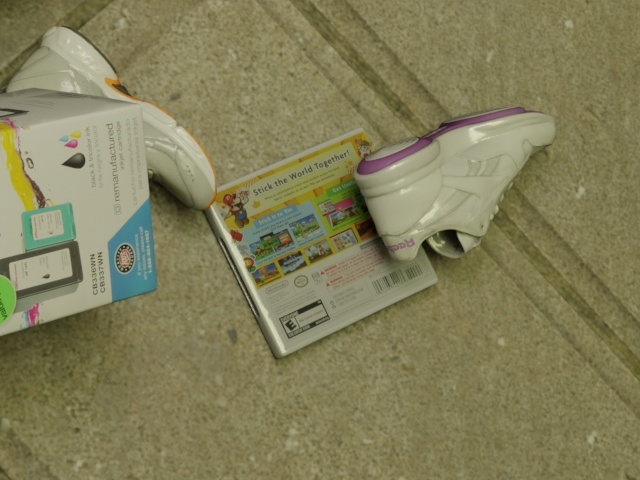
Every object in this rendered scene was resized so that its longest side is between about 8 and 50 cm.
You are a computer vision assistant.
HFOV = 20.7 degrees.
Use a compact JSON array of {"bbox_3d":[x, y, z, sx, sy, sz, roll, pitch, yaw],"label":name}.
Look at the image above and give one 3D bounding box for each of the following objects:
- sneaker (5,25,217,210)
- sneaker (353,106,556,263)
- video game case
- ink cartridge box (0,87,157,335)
[{"bbox_3d":[-0.233,-0.108,1.916,0.262,0.099,0.121,41,71,0],"label":"sneaker"},{"bbox_3d":[0.168,-0.067,2.065,0.305,0.114,0.152,-23,100,-35],"label":"sneaker"},{"bbox_3d":[0.000,0.000,2.016,0.227,0.026,0.206,-24,86,-26],"label":"video game case"},{"bbox_3d":[-0.331,-0.026,1.717,0.270,0.197,0.198,-17,110,-41],"label":"ink cartridge box"}]
